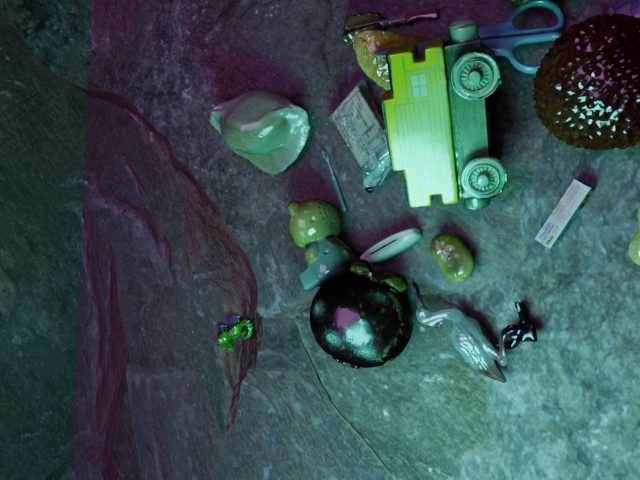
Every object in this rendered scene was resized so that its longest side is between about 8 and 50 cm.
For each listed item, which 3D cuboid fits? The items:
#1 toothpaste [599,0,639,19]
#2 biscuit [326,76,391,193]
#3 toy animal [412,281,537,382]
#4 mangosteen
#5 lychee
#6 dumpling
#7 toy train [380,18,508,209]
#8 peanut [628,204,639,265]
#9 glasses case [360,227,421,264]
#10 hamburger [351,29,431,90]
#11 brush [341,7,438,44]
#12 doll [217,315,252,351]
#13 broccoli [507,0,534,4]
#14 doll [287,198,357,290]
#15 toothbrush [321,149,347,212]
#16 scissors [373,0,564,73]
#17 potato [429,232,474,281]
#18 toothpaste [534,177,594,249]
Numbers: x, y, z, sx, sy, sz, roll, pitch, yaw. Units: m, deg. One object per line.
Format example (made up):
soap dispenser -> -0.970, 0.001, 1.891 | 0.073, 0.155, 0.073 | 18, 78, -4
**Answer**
toothpaste -> 0.671, -0.480, 1.172 | 0.371, 0.079, 0.125 | -44, 61, 40
biscuit -> 0.129, -0.309, 1.612 | 0.186, 0.079, 0.309 | -45, 61, 32
toy animal -> 0.365, 0.227, 1.372 | 0.324, 0.090, 0.195 | 9, 87, 32
mangosteen -> 0.112, 0.195, 1.480 | 0.287, 0.288, 0.288 | -3, 86, 40
lychee -> 0.575, -0.313, 1.109 | 0.276, 0.275, 0.304 | 68, 151, 21
dumpling -> -0.218, -0.365, 1.830 | 0.320, 0.211, 0.270 | 39, 115, 47
toy train -> 0.284, -0.271, 1.303 | 0.272, 0.179, 0.443 | -5, 115, 17
peanut -> 0.682, -0.037, 1.125 | 0.082, 0.082, 0.187 | 17, 97, 40
glasses case -> 0.192, 0.019, 1.542 | 0.193, 0.074, 0.049 | -34, 70, 35
hamburger -> 0.187, -0.477, 1.472 | 0.135, 0.207, 0.156 | 8, 88, 65
brush -> 0.192, -0.621, 1.589 | 0.300, 0.071, 0.084 | 4, 87, 35
doll -> -0.307, 0.328, 1.970 | 0.190, 0.050, 0.115 | -34, 63, 32
broccoli -> 0.479, -0.660, 1.239 | 0.269, 0.241, 0.261 | 43, 90, 15
doll -> 0.000, 0.000, 1.642 | 0.161, 0.177, 0.261 | -35, 68, 39
toothbrush -> 0.043, -0.185, 1.717 | 0.016, 0.019, 0.220 | -29, 69, 30
scissors -> 0.348, -0.475, 1.346 | 0.446, 0.029, 0.193 | 0, 75, 18
potato -> 0.336, 0.041, 1.419 | 0.091, 0.070, 0.138 | -44, 63, 24
toothpaste -> 0.551, -0.060, 1.264 | 0.046, 0.034, 0.164 | 40, 113, 34
